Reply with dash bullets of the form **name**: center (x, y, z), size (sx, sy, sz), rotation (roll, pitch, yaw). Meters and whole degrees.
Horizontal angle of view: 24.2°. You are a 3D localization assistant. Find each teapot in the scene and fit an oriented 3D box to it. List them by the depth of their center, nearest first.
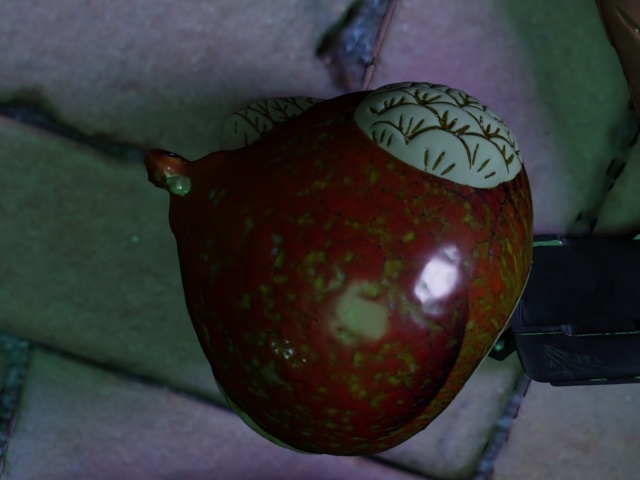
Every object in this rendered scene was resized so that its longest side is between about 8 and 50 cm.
- **teapot**: center (0.185, 0.056, 0.984), size (0.177, 0.087, 0.096), rotation (-4, 137, 8)

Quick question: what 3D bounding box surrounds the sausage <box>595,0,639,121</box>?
- **sausage**: center (0.258, -0.038, 0.923), size (0.088, 0.088, 0.433), rotation (-23, 102, 15)

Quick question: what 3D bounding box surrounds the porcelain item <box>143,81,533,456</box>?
- **porcelain item**: center (0.000, 0.000, 0.892), size (0.253, 0.253, 0.253), rotation (2, 113, 5)
